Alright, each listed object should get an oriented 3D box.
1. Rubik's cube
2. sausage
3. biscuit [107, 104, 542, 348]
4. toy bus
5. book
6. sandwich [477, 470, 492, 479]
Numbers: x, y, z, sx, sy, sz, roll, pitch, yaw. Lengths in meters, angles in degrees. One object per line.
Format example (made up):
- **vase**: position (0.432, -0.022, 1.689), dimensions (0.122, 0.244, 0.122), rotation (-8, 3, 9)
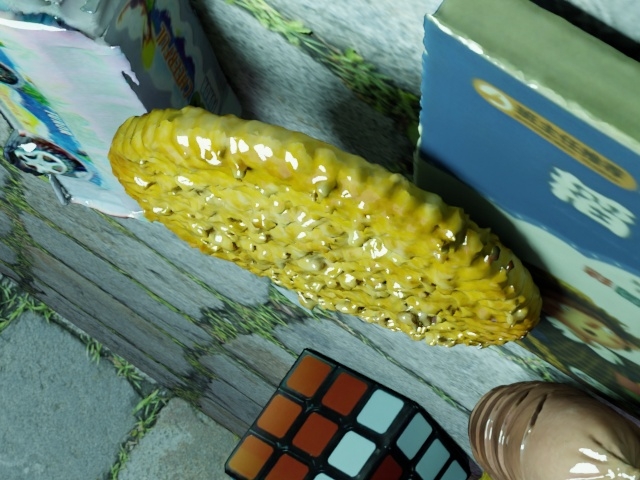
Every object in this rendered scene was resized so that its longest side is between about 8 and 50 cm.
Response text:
- **Rubik's cube**: position (0.030, 0.232, 1.747), dimensions (0.160, 0.163, 0.162), rotation (24, 161, 40)
- **sausage**: position (0.147, 0.133, 1.118), dimensions (0.088, 0.088, 0.433), rotation (34, 176, 1)
- **biscuit**: position (0.000, 0.000, 0.914), dimensions (0.254, 0.035, 0.254), rotation (22, 166, 6)
- **toy bus**: position (-0.129, -0.102, 0.996), dimensions (0.138, 0.112, 0.317), rotation (20, 166, 16)
- **book**: position (0.178, 0.033, 0.843), dimensions (0.300, 0.039, 0.428), rotation (32, 169, 10)
- **sandwich**: position (0.290, 0.299, 1.475), dimensions (0.249, 0.095, 0.273), rotation (16, 158, 47)
